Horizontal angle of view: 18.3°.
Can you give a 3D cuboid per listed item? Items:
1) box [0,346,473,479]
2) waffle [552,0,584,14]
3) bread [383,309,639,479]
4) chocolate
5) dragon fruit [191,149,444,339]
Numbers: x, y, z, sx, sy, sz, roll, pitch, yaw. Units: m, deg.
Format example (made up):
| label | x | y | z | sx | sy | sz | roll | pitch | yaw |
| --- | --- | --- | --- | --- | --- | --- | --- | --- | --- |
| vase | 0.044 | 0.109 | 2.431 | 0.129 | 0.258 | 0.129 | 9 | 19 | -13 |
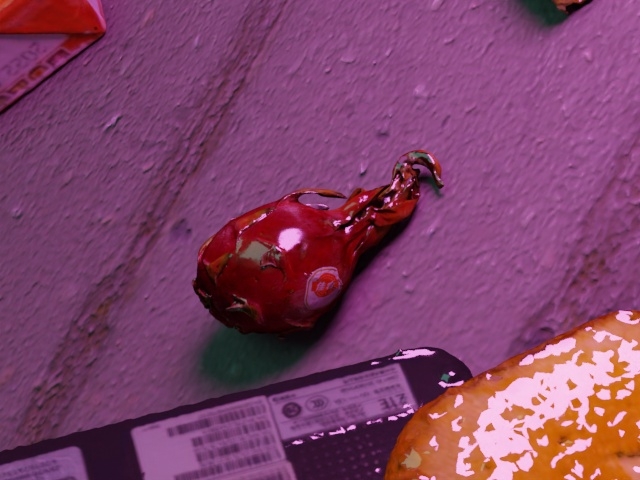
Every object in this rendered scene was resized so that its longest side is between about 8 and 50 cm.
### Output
| label | x | y | z | sx | sy | sz | roll | pitch | yaw |
| --- | --- | --- | --- | --- | --- | --- | --- | --- | --- |
| box | -0.055 | 0.188 | 1.161 | 0.350 | 0.058 | 0.211 | -14 | 47 | -8 |
| waffle | 0.206 | -0.278 | 1.374 | 0.211 | 0.055 | 0.160 | -41 | 45 | 12 |
| bread | 0.150 | 0.161 | 1.035 | 0.268 | 0.145 | 0.268 | -2 | 58 | 3 |
| chocolate | -0.307 | -0.215 | 1.725 | 0.235 | 0.108 | 0.237 | -35 | 47 | 16 |
| dragon fruit | 0.000 | 0.000 | 1.346 | 0.190 | 0.094 | 0.094 | -30 | 46 | 5 |
